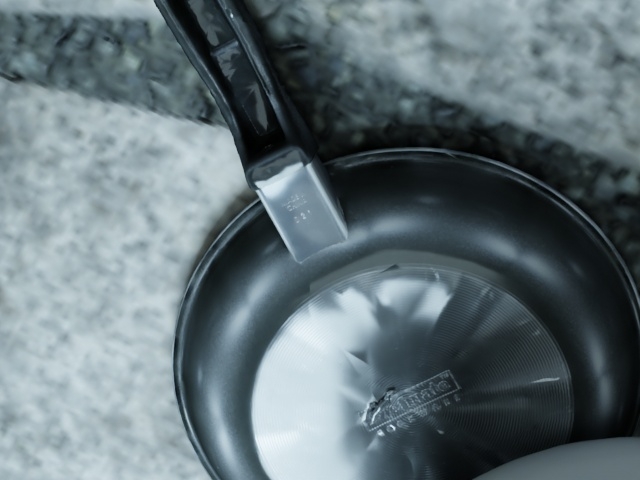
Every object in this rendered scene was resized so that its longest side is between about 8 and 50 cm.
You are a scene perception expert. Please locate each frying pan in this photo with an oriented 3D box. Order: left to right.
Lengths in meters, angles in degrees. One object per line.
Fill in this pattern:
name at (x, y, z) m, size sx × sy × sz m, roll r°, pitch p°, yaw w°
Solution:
frying pan at (0.030, -0.001, 0.781) m, size 0.197 × 0.053 × 0.326 m, roll -5°, pitch 114°, yaw 4°

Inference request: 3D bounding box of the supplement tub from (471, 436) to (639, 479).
supplement tub at (0.132, 0.261, 0.765) m, size 0.228 × 0.228 × 0.316 m, roll -3°, pitch 121°, yaw 4°
